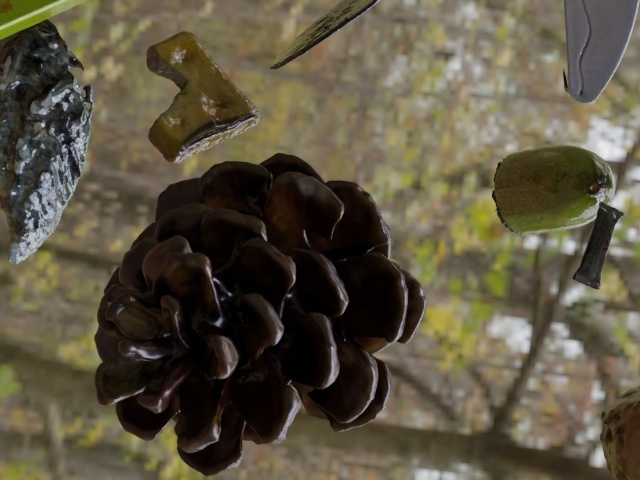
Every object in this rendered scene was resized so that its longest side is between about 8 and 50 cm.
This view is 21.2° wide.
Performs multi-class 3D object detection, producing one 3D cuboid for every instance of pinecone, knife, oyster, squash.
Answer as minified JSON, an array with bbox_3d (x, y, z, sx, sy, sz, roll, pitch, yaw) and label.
[{"bbox_3d":[-0.050,0.061,1.289,0.309,0.244,0.244,-48,150,-64],"label":"pinecone"},{"bbox_3d":[0.215,-0.260,1.357,0.043,0.081,0.336,-65,148,-50],"label":"knife"},{"bbox_3d":[-0.345,-0.129,1.984,0.252,0.199,0.087,-55,167,18],"label":"oyster"},{"bbox_3d":[0.313,-0.070,2.233,0.186,0.123,0.123,170,-72,-66],"label":"squash"}]

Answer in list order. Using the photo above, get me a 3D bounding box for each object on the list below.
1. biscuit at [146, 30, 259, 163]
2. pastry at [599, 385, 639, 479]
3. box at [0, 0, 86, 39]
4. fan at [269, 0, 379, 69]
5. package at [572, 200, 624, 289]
[{"bbox_3d":[-0.190,-0.201,2.349,0.183,0.174,0.039,52,-38,15],"label":"biscuit"},{"bbox_3d":[0.474,0.238,1.982,0.316,0.284,0.184,-50,121,-89],"label":"pastry"},{"bbox_3d":[-0.266,-0.362,1.883,0.187,0.335,0.047,63,-10,7],"label":"box"},{"bbox_3d":[0.055,-0.208,1.376,0.012,0.223,0.294,54,-10,-9],"label":"fan"},{"bbox_3d":[0.345,0.006,2.116,0.015,0.037,0.110,139,-26,-73],"label":"package"}]
